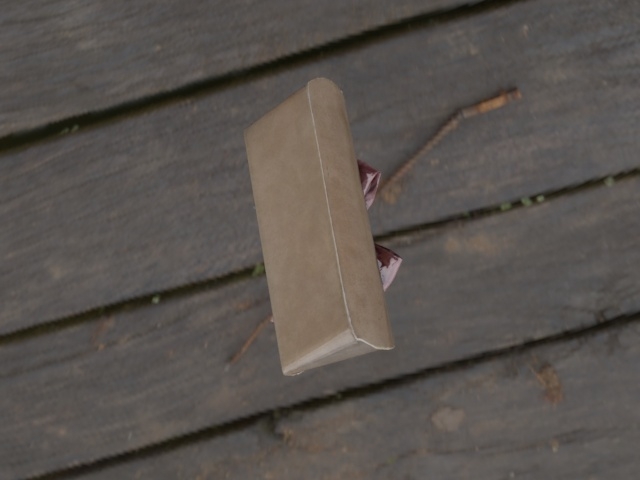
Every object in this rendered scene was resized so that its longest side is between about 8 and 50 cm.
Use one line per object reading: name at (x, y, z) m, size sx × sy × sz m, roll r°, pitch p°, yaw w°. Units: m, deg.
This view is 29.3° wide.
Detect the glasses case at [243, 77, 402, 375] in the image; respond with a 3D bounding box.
glasses case at (0.000, 0.000, 0.841) m, size 0.070 × 0.193 × 0.102 m, roll 9°, pitch 151°, yaw -41°
